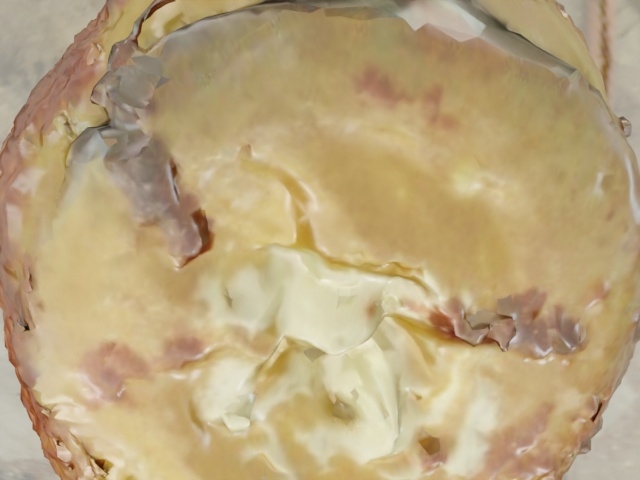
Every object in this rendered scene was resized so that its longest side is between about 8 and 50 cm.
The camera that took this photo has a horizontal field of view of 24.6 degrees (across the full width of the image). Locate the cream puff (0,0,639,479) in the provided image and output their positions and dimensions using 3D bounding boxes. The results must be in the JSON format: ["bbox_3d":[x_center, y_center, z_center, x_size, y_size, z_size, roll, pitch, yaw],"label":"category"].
[{"bbox_3d":[-0.001,0.000,0.516,0.240,0.164,0.240,-4,117,-7],"label":"cream puff"}]
